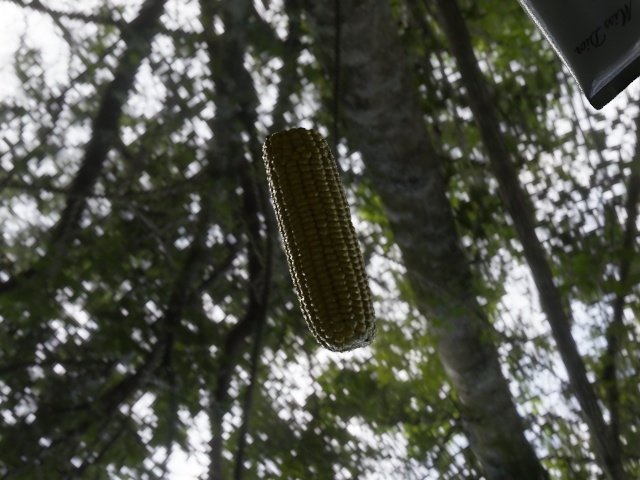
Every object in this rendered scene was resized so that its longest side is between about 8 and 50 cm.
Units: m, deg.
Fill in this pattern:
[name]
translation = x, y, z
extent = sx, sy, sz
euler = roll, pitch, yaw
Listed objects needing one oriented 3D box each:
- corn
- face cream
[corn]
translation = 0.000, 0.000, 1.356
extent = 0.081, 0.081, 0.248
euler = -19, -107, 13
[face cream]
translation = 0.293, -0.320, 1.575
extent = 0.143, 0.314, 0.089
euler = -43, -170, 5
